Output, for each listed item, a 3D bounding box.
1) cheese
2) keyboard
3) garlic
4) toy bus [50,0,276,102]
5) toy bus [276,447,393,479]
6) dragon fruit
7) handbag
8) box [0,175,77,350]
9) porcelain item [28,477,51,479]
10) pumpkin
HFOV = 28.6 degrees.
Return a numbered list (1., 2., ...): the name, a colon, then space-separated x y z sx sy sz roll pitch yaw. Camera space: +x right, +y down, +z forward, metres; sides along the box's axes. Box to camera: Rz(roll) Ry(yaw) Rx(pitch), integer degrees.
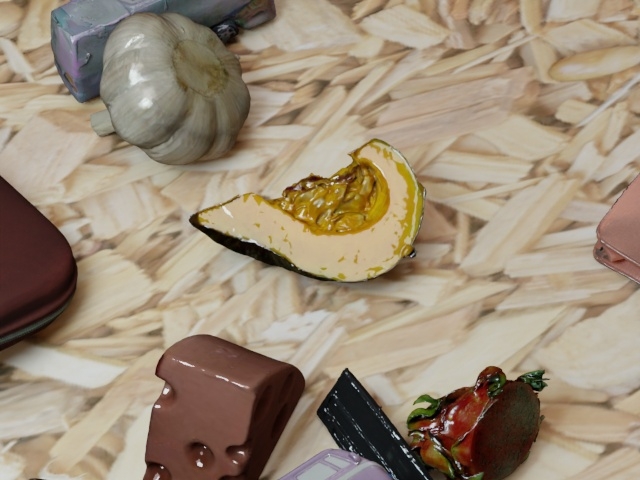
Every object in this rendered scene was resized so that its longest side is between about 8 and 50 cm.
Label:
1. cheese: -0.119 0.182 1.392 0.128 0.177 0.203 21 61 17
2. keyboard: 0.080 0.257 1.390 0.017 0.087 0.250 -4 47 -44
3. garlic: -0.219 -0.185 1.666 0.212 0.218 0.218 -25 47 39
4. toy bus: -0.221 -0.313 1.742 0.317 0.138 0.112 -29 58 -15
5. toy bus: -0.004 0.317 1.307 0.202 0.142 0.142 -29 53 -18
6. dragon fruit: 0.164 0.207 1.386 0.175 0.138 0.142 -6 18 25
7. handbag: 0.451 -0.027 1.550 0.157 0.059 0.212 33 67 24
8. box: -0.488 -0.008 1.553 0.263 0.108 0.404 -27 56 -38
9. porcelain item: -0.349 0.348 1.335 0.288 0.138 0.186 2 68 7
10. pumpkin: -0.003 0.002 1.555 0.279 0.111 0.163 -22 72 -9
